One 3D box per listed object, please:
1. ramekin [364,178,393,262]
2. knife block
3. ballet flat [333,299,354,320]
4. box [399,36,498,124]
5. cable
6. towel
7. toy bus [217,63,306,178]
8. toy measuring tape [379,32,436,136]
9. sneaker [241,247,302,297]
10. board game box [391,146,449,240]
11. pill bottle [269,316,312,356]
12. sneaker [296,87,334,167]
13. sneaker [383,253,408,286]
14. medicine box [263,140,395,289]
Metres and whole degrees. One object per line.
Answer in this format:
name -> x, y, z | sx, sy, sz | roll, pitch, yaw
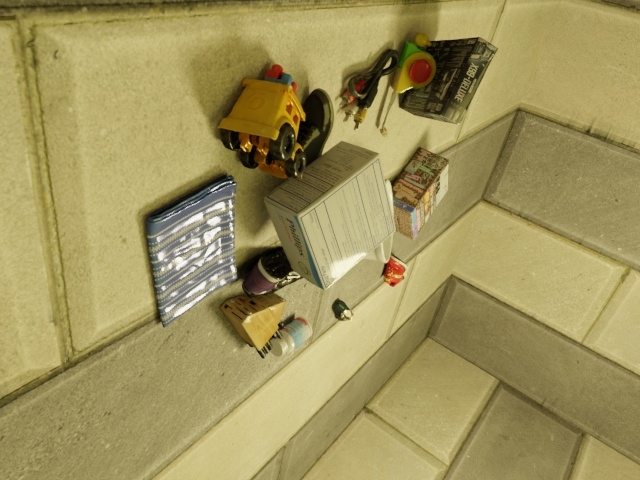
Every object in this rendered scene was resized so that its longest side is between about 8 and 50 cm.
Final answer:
ramekin -> 0.160, -0.065, 1.710 | 0.277, 0.135, 0.278 | 1, 90, -75
knife block -> -0.205, 0.273, 1.543 | 0.275, 0.088, 0.242 | -14, 128, -58
ballet flat -> 0.105, 0.314, 2.200 | 0.074, 0.074, 0.203 | -54, 155, -13
box -> 0.389, -0.506, 1.616 | 0.076, 0.307, 0.243 | 20, 101, -22
cable -> 0.135, -0.464, 1.471 | 0.139, 0.072, 0.287 | 51, 57, -46
towel -> -0.284, 0.027, 1.190 | 0.243, 0.040, 0.336 | -37, 147, -39
toy bus -> -0.100, -0.264, 1.131 | 0.220, 0.149, 0.212 | 50, 56, -66
toy measuring tape -> 0.286, -0.481, 1.622 | 0.121, 0.121, 0.330 | -26, 139, -51
sneaker -> -0.137, 0.100, 1.512 | 0.124, 0.107, 0.283 | -42, 165, 20
board game box -> 0.400, -0.192, 2.128 | 0.291, 0.141, 0.232 | -53, 154, -16
pill bottle -> -0.107, 0.342, 1.805 | 0.160, 0.087, 0.087 | -30, 142, -48
sneaker -> -0.039, -0.265, 1.285 | 0.118, 0.083, 0.222 | -31, 144, -46
sneaker -> 0.352, 0.154, 2.464 | 0.118, 0.107, 0.279 | -46, 151, -9
medicine box -> 0.035, -0.068, 1.350 | 0.289, 0.149, 0.264 | -38, 133, -22
